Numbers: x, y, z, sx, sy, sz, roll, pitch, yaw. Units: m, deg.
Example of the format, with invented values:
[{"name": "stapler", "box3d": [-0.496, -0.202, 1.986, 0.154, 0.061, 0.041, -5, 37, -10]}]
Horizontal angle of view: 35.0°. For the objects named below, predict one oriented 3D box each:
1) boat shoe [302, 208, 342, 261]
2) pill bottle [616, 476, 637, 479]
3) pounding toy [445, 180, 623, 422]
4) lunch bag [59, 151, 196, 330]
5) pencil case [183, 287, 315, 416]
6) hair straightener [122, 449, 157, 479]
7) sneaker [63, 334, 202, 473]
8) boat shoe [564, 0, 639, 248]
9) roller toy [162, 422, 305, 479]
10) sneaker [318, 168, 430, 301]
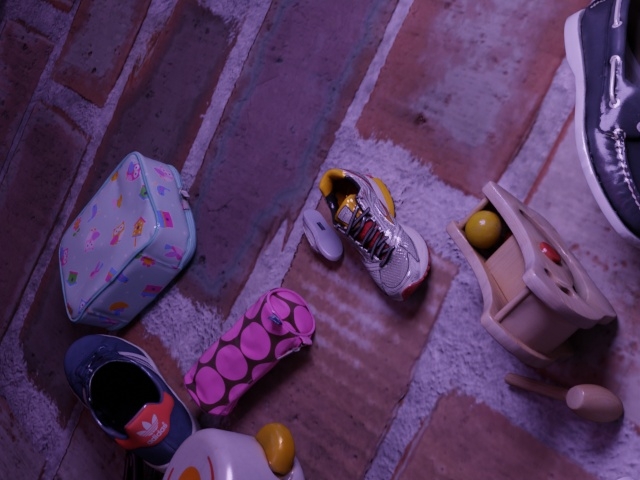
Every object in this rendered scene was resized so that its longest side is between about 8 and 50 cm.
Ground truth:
[{"name": "boat shoe", "box3d": [0.000, 0.000, 1.416, 0.100, 0.035, 0.035, 55, 143, 38]}, {"name": "pill bottle", "box3d": [0.321, 0.285, 0.921, 0.152, 0.086, 0.086, 40, 105, 47]}, {"name": "pounding toy", "box3d": [0.202, 0.078, 1.075, 0.155, 0.154, 0.270, -48, 46, 23]}, {"name": "lunch bag", "box3d": [-0.325, -0.003, 1.702, 0.279, 0.107, 0.224, -44, 45, 26]}, {"name": "pencil case", "box3d": [-0.100, 0.162, 1.417, 0.209, 0.095, 0.098, -46, 68, 28]}, {"name": "hair straightener", "box3d": [-0.265, 0.389, 1.548, 0.089, 0.047, 0.231, -6, 64, 27]}, {"name": "sneaker", "box3d": [-0.318, 0.215, 1.559, 0.350, 0.148, 0.131, 27, 73, 44]}, {"name": "boat shoe", "box3d": [0.326, -0.139, 1.058, 0.091, 0.114, 0.303, -32, 54, 42]}, {"name": "roller toy", "box3d": [-0.111, 0.346, 1.312, 0.191, 0.146, 0.209, -27, 52, 49]}, {"name": "sneaker", "box3d": [0.061, -0.009, 1.305, 0.088, 0.092, 0.225, -51, 46, 20]}]
